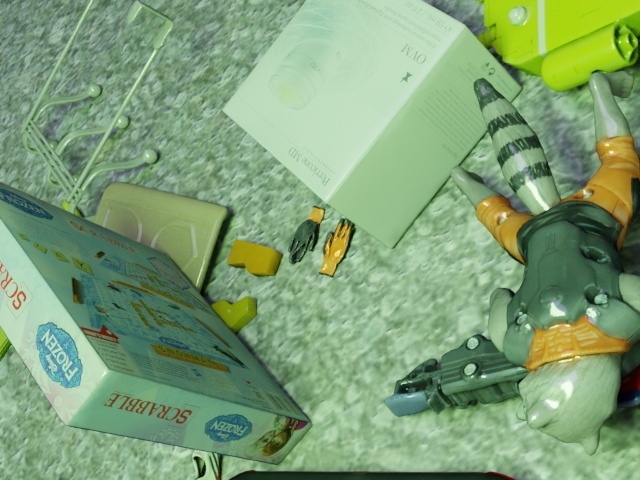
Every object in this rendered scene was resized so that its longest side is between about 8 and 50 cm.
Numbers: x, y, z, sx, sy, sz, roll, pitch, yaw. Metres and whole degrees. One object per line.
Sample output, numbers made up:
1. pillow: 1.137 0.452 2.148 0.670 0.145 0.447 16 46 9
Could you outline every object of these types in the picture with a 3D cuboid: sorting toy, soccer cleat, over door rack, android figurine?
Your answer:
1. sorting toy: -0.190 0.055 1.213 0.307 0.041 0.229 14 80 35
2. soccer cleat: -0.125 0.231 1.070 0.029 0.035 0.083 -15 60 32
3. over door rack: -0.305 -0.214 1.366 0.239 0.108 0.324 45 119 43
4. android figurine: 0.258 -0.268 0.967 0.273 0.056 0.248 -15 66 49

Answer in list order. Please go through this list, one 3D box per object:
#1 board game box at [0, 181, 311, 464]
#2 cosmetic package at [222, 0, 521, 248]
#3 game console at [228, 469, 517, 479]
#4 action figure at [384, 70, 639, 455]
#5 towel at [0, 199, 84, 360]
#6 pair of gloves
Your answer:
1. board game box: -0.199 0.082 0.987 0.066 0.318 0.318 -51 54 7
2. cosmetic package: 0.049 -0.154 1.059 0.225 0.138 0.224 -53 47 6
3. game console: 0.030 0.380 0.860 0.386 0.060 0.342 -9 63 35
4. action figure: 0.172 0.034 0.849 0.341 0.178 0.330 -25 45 24
5. towel: -0.414 0.056 1.398 0.237 0.021 0.102 -53 42 6
6. pair of gloves: 0.000 0.000 1.105 0.083 0.010 0.074 19 81 43
